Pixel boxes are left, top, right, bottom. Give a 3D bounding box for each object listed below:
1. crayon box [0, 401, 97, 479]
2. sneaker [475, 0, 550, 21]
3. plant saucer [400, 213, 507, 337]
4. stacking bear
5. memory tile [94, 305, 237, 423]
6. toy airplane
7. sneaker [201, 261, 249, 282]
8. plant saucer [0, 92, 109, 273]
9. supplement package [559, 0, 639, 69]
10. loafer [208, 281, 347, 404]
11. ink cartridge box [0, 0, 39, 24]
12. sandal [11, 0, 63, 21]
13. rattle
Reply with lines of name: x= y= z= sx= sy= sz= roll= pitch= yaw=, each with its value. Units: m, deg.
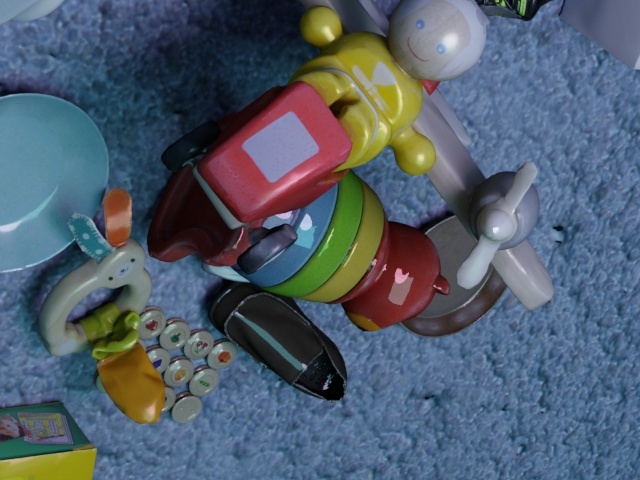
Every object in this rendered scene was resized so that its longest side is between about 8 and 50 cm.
crayon box: x=-0.433 y=0.337 z=1.873 sx=0.363 sy=0.106 sz=0.313 roll=-5 pitch=122 yaw=-30
sneaker: x=0.186 y=-0.261 z=1.882 sx=0.188 sy=0.078 sz=0.067 roll=-16 pitch=127 yaw=-22
plant saucer: x=0.148 y=0.034 z=2.093 sx=0.168 sy=0.029 sz=0.168 roll=-17 pitch=128 yaw=-22
stacking bear: x=0.000 y=0.000 z=1.858 sx=0.289 sy=0.175 sz=0.164 roll=27 pitch=77 yaw=-31
memory tile: x=-0.166 y=0.137 z=1.973 sx=0.148 sy=0.012 sz=0.113 roll=27 pitch=103 yaw=-42
toy airplane: x=0.063 y=-0.147 z=1.678 sx=0.386 sy=0.384 sz=0.272 roll=20 pitch=142 yaw=-31
sneaker: x=-0.059 y=0.010 z=1.937 sx=0.152 sy=0.053 sz=0.061 roll=-6 pitch=106 yaw=-32
plant saucer: x=-0.298 y=-0.060 z=1.738 sx=0.195 sy=0.037 sz=0.195 roll=-16 pitch=127 yaw=-23
supplement package: x=0.400 y=-0.294 z=1.950 sx=0.203 sy=0.149 sz=0.194 roll=-2 pitch=121 yaw=-31
loafer: x=-0.034 y=0.111 z=1.994 sx=0.080 sy=0.078 sz=0.220 roll=-49 pitch=133 yaw=5
ink cartridge box: x=-0.195 y=-0.376 z=1.351 sx=0.385 sy=0.091 sz=0.308 roll=-26 pitch=109 yaw=31
sandal: x=-0.216 y=-0.376 z=1.508 sx=0.102 sy=0.169 sz=0.416 roll=-24 pitch=134 yaw=-46
rattle: x=-0.198 y=0.068 z=1.798 sx=0.130 sy=0.143 sz=0.200 roll=3 pitch=136 yaw=-29
